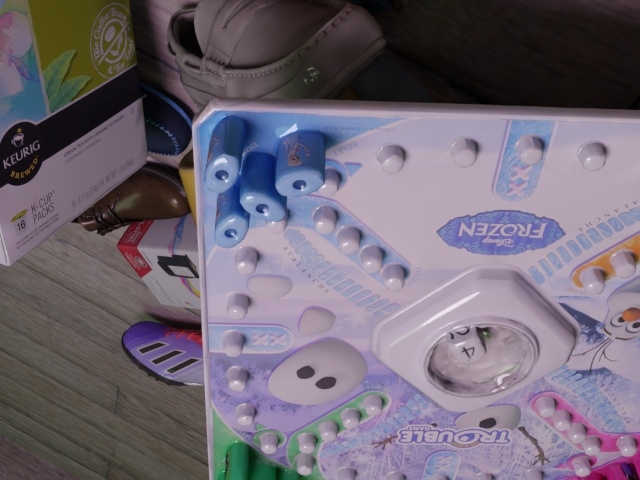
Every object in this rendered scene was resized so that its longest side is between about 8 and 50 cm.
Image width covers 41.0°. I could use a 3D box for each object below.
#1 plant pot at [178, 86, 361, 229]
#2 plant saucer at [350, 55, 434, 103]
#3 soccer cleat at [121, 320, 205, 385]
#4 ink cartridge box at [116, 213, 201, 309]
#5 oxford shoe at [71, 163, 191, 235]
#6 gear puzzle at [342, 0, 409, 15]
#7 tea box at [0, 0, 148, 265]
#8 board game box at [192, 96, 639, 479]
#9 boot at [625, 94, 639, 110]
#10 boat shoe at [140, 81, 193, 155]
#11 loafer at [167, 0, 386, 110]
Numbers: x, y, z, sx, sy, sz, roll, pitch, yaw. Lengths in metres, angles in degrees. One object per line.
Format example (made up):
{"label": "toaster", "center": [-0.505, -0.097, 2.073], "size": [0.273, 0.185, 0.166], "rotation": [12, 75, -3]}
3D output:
{"label": "plant pot", "center": [0.000, 0.000, 0.765], "size": [0.254, 0.254, 0.239], "rotation": [-8, 116, 44]}
{"label": "plant saucer", "center": [0.025, -0.106, 0.837], "size": [0.195, 0.037, 0.195], "rotation": [21, 147, 14]}
{"label": "soccer cleat", "center": [-0.166, 0.180, 1.334], "size": [0.318, 0.108, 0.116], "rotation": [22, 125, 16]}
{"label": "ink cartridge box", "center": [-0.160, 0.028, 1.128], "size": [0.175, 0.072, 0.127], "rotation": [4, 139, 35]}
{"label": "oxford shoe", "center": [-0.252, -0.042, 1.086], "size": [0.227, 0.096, 0.083], "rotation": [1, 136, 34]}
{"label": "gear puzzle", "center": [0.008, -0.221, 0.548], "size": [0.175, 0.044, 0.339], "rotation": [34, 175, -8]}
{"label": "tea box", "center": [-0.364, -0.199, 0.772], "size": [0.329, 0.220, 0.323], "rotation": [16, 128, 21]}
{"label": "board game box", "center": [0.112, 0.084, 0.603], "size": [0.390, 0.050, 0.390], "rotation": [1, 131, -4]}
{"label": "boot", "center": [0.337, 0.011, 0.662], "size": [0.348, 0.131, 0.260], "rotation": [41, 140, 2]}
{"label": "boat shoe", "center": [-0.268, -0.135, 0.974], "size": [0.258, 0.089, 0.109], "rotation": [16, 145, 20]}
{"label": "loafer", "center": [-0.056, -0.157, 0.695], "size": [0.111, 0.112, 0.319], "rotation": [55, 162, -21]}
